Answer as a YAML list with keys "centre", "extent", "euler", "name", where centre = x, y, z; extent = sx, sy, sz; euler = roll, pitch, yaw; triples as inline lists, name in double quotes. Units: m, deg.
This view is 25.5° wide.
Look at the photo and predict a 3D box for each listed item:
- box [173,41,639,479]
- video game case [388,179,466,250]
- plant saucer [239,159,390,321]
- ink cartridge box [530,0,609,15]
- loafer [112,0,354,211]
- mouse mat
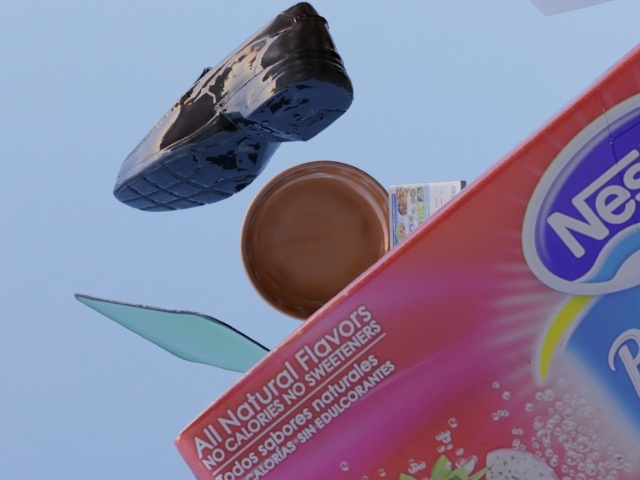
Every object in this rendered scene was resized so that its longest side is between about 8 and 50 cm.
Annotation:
- centre: [0.104, 0.012, 0.377]
  extent: [0.122, 0.257, 0.128]
  euler: [51, -170, 5]
  name: "box"
- centre: [0.123, -0.023, 1.620]
  extent: [0.011, 0.122, 0.087]
  euler: [-2, -89, -39]
  name: "video game case"
- centre: [0.000, 0.000, 1.714]
  extent: [0.200, 0.200, 0.037]
  euler: [19, -172, -11]
  name: "plant saucer"
- centre: [0.347, -0.471, 2.056]
  extent: [0.232, 0.168, 0.171]
  euler: [37, -116, -32]
  name: "ink cartridge box"
- centre: [-0.053, -0.070, 0.799]
  extent: [0.062, 0.170, 0.061]
  euler: [26, -135, -46]
  name: "loafer"
- centre: [-0.101, 0.084, 1.181]
  extent: [0.152, 0.189, 0.007]
  euler: [36, -112, -43]
  name: "mouse mat"
